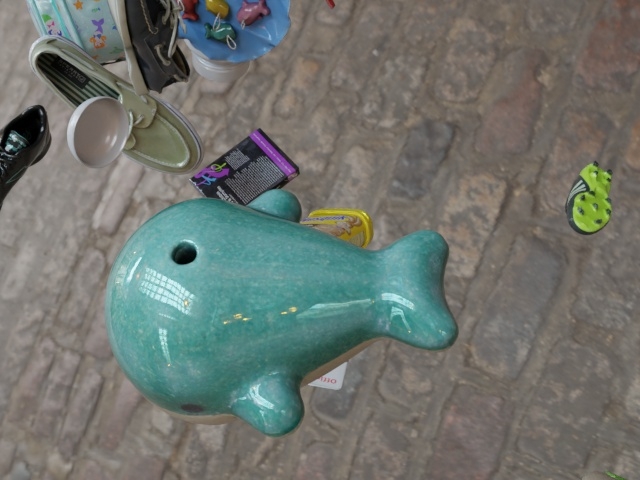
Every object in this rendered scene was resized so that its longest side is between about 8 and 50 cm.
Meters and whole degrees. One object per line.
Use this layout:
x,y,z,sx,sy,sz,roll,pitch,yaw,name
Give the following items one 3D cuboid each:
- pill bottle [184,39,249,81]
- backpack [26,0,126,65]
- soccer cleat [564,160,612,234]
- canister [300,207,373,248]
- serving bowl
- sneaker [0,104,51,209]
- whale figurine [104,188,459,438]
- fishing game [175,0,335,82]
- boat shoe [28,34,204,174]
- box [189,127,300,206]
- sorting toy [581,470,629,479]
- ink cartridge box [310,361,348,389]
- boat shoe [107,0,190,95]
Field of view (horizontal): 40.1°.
-0.176,-0.420,1.586,0.152,0.272,0.152,4,57,-6,pill bottle
-0.438,-0.430,1.631,0.191,0.225,0.253,-22,16,-11,backpack
0.375,-0.047,1.243,0.060,0.179,0.072,33,128,3,soccer cleat
0.000,0.000,1.522,0.126,0.170,0.073,3,108,30,canister
-0.258,-0.126,1.003,0.027,0.083,0.083,20,83,30,serving bowl
-0.546,-0.129,1.472,0.106,0.101,0.267,-41,18,55,sneaker
-0.035,0.039,0.673,0.271,0.141,0.216,-6,57,10,whale figurine
-0.125,-0.292,1.064,0.264,0.189,0.041,-14,37,31,fishing game
-0.307,-0.189,1.315,0.109,0.302,0.094,-51,21,14,boat shoe
-0.134,-0.112,1.552,0.162,0.029,0.116,-37,67,-14,box
0.369,0.297,0.891,0.196,0.347,0.047,21,85,11,sorting toy
-0.002,0.160,1.442,0.063,0.109,0.151,-81,2,-63,ink cartridge box
-0.194,-0.245,1.006,0.079,0.254,0.095,-13,69,-6,boat shoe
